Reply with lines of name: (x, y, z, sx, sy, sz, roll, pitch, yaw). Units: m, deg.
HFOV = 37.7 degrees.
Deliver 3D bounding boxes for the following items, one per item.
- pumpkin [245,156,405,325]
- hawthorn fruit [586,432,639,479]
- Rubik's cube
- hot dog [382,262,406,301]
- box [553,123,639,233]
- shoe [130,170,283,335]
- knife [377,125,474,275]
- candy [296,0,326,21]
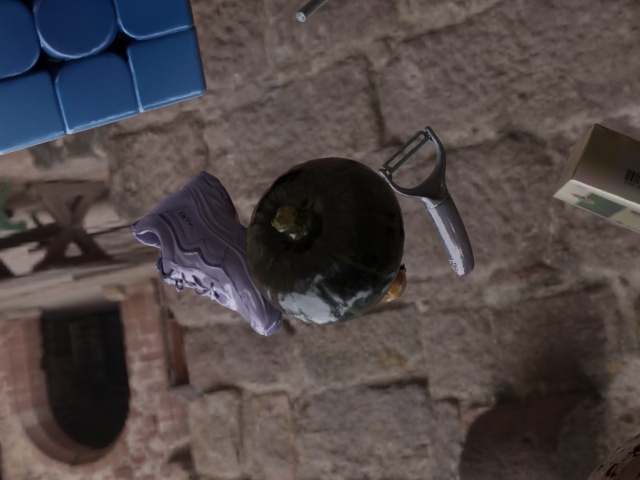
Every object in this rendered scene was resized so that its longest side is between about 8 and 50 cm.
pumpkin: (0.002, 0.001, 0.913, 0.167, 0.167, 0.125, -12, 179, 33)
hawthorn fruit: (0.391, 0.278, 0.696, 0.403, 0.403, 0.403, -9, 176, -1)
Rubik's cube: (-0.344, -0.323, 1.198, 0.290, 0.292, 0.291, -20, -145, -18)
hot dog: (0.109, 0.054, 1.613, 0.068, 0.100, 0.249, -37, 174, -1)
box: (0.469, -0.077, 1.376, 0.212, 0.095, 0.168, 23, 175, 7)
shoe: (-0.145, 0.032, 1.226, 0.137, 0.245, 0.095, -30, 159, -6)
knife: (0.182, -0.032, 1.447, 0.123, 0.278, 0.053, -40, -144, -12)
candy: (0.071, -0.408, 1.318, 0.124, 0.124, 0.365, -14, -151, 49)
